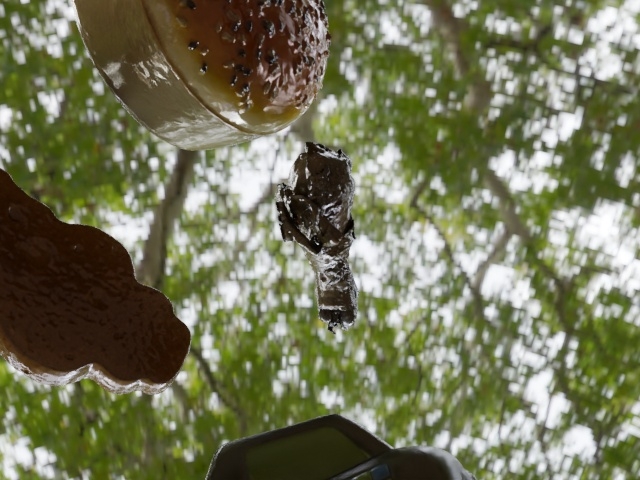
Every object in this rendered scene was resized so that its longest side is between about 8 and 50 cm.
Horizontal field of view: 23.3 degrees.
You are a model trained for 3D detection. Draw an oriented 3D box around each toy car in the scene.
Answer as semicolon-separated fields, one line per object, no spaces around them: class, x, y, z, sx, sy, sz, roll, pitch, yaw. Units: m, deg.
toy car;0.003;0.220;1.152;0.248;0.204;0.198;-15;-132;-3

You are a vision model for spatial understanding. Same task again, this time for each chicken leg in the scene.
chicken leg;-0.001;-0.007;1.490;0.080;0.196;0.125;-7;-125;3

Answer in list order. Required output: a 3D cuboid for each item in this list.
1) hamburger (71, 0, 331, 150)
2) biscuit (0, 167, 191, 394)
hamburger;-0.107;-0.234;1.509;0.176;0.300;0.300;-19;-126;24
biscuit;-0.258;0.048;1.458;0.295;0.044;0.186;35;-131;-10
